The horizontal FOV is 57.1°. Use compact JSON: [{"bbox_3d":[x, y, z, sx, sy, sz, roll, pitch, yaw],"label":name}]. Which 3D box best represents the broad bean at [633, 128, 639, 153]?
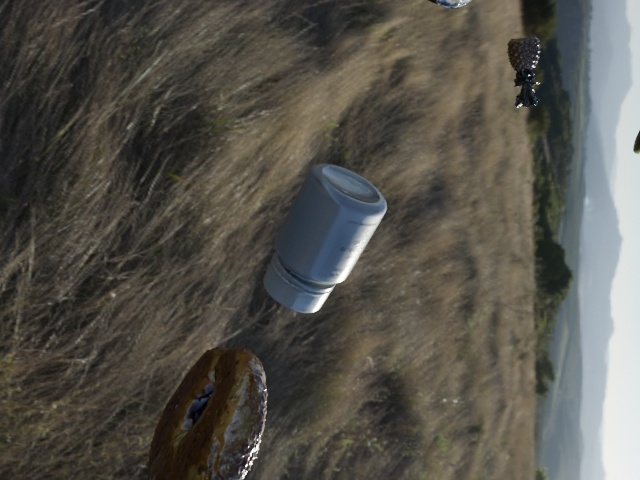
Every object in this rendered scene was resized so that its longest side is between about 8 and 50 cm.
[{"bbox_3d":[0.703,-0.256,1.160,0.072,0.206,0.153,47,53,-2],"label":"broad bean"}]

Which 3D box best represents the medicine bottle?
[{"bbox_3d":[0.000,0.000,0.560,0.130,0.080,0.080,-61,167,27],"label":"medicine bottle"}]

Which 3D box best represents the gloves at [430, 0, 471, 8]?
[{"bbox_3d":[0.114,-0.287,0.400,0.140,0.131,0.219,-74,-170,-45],"label":"gloves"}]

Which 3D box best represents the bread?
[{"bbox_3d":[-0.116,0.198,0.620,0.064,0.193,0.193,32,56,-25],"label":"bread"}]

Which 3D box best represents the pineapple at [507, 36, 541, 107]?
[{"bbox_3d":[0.350,-0.285,1.017,0.058,0.058,0.124,-47,136,-55],"label":"pineapple"}]
